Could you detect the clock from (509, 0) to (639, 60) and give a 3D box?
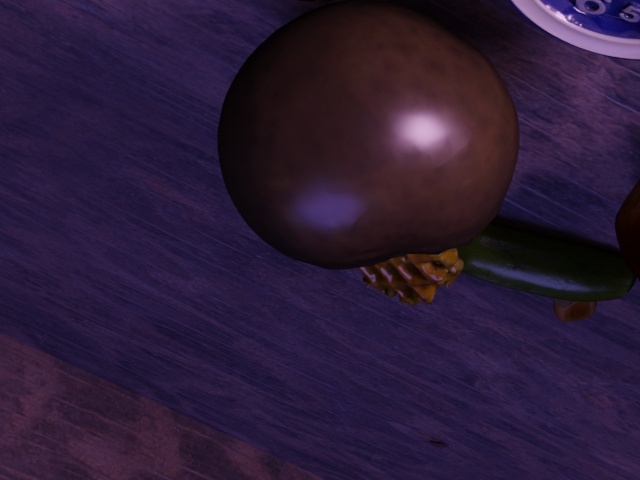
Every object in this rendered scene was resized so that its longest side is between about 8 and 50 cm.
[{"bbox_3d":[0.275,-0.258,1.246,0.230,0.083,0.230,19,155,9],"label":"clock"}]

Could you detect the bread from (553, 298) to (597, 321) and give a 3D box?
[{"bbox_3d":[0.356,0.073,1.941,0.062,0.049,0.103,-12,149,5],"label":"bread"}]

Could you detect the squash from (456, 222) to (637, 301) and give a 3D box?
[{"bbox_3d":[0.281,0.029,1.870,0.292,0.082,0.082,14,156,15],"label":"squash"}]

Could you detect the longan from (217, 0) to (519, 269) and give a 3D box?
[{"bbox_3d":[0.050,-0.110,1.491,0.319,0.319,0.319,18,157,8],"label":"longan"}]

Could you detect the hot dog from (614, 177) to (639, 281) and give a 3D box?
[{"bbox_3d":[0.511,0.028,1.502,0.365,0.196,0.367,37,163,-21],"label":"hot dog"}]

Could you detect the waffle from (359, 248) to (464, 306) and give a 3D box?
[{"bbox_3d":[0.056,-0.036,1.871,0.312,0.060,0.307,36,154,9],"label":"waffle"}]
